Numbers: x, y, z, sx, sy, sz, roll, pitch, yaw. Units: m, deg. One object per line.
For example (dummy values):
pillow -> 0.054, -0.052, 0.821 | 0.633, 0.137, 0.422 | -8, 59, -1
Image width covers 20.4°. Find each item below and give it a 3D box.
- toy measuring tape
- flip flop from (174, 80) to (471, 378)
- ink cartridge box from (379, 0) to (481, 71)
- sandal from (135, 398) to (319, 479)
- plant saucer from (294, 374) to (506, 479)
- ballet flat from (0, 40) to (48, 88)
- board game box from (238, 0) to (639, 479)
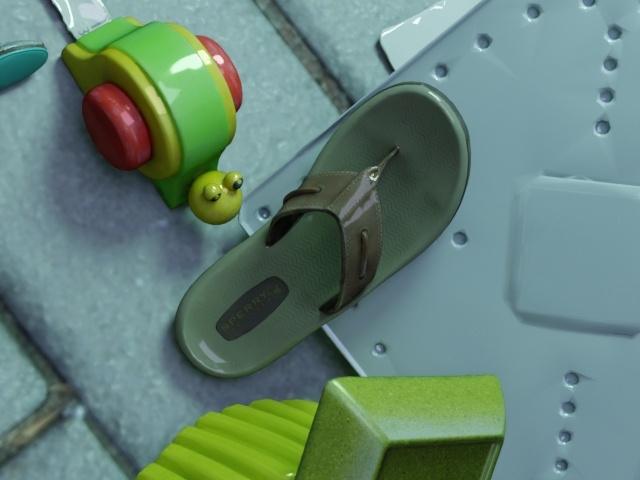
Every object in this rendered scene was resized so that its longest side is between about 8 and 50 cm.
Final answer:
toy measuring tape -> -0.151, -0.158, 1.335 | 0.121, 0.121, 0.330 | -31, 89, -25
flip flop -> 0.000, 0.000, 1.302 | 0.277, 0.080, 0.112 | -41, 89, 10
ink cartridge box -> 0.226, -0.073, 1.456 | 0.207, 0.119, 0.353 | -30, 89, -24
sandal -> -0.083, 0.219, 1.276 | 0.317, 0.126, 0.138 | -24, 123, -32
plant saucer -> 0.056, 0.191, 1.275 | 0.188, 0.045, 0.188 | 3, 110, -45
ballet flat -> -0.258, -0.126, 1.327 | 0.114, 0.041, 0.041 | -34, 90, -27
board game box -> 0.201, 0.007, 1.330 | 0.390, 0.050, 0.390 | -39, 90, 16
